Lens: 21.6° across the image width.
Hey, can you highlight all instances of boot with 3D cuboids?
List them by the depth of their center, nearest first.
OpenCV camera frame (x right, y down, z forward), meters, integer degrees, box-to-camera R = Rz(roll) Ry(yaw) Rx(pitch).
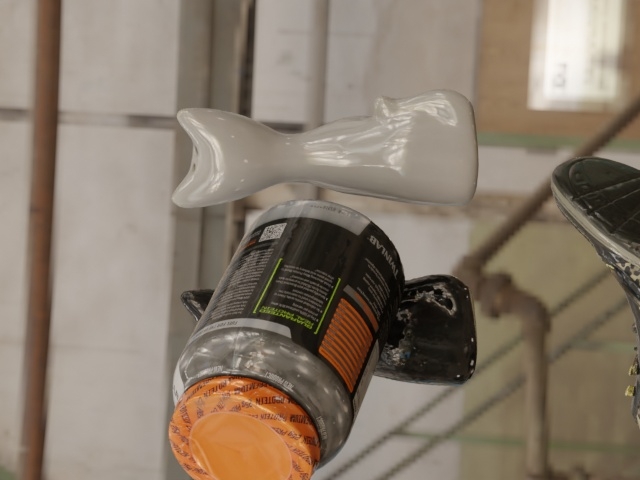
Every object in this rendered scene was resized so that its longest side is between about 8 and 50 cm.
[{"bbox_3d":[0.260,0.058,1.341,0.085,0.236,0.178,-24,-41,-29],"label":"boot"}]

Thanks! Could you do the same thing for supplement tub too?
[{"bbox_3d":[-0.022,0.070,1.068,0.190,0.117,0.117,-64,-23,-49],"label":"supplement tub"}]

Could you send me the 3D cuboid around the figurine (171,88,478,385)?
[{"bbox_3d":[0.000,0.000,1.168,0.092,0.209,0.214,-112,20,-72],"label":"figurine"}]
